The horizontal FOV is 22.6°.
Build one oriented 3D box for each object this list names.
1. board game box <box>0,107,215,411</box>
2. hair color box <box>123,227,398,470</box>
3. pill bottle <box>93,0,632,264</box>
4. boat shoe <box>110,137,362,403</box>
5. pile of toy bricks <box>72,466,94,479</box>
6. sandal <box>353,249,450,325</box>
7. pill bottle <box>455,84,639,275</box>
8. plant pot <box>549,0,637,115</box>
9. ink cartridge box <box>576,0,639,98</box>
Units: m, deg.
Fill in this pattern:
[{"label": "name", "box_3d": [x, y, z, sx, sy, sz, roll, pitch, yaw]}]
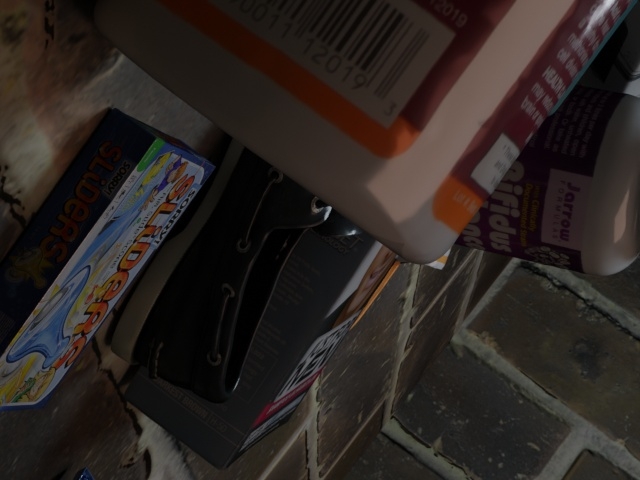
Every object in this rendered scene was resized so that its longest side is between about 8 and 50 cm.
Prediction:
[{"label": "board game box", "box_3d": [-0.153, 0.017, 1.000, 0.201, 0.035, 0.136, -54, 169, 4]}, {"label": "hair color box", "box_3d": [0.000, 0.000, 1.365, 0.374, 0.113, 0.185, -57, 171, 15]}, {"label": "pill bottle", "box_3d": [0.082, -0.205, 0.815, 0.392, 0.224, 0.224, -54, 169, 2]}, {"label": "boat shoe", "box_3d": [-0.026, -0.022, 1.198, 0.340, 0.113, 0.127, -56, 169, 9]}, {"label": "pile of toy bricks", "box_3d": [-0.236, 0.267, 1.300, 0.105, 0.118, 0.212, -28, -169, 11]}, {"label": "sandal", "box_3d": [0.116, 0.024, 2.013, 0.265, 0.076, 0.102, -56, 169, 11]}, {"label": "pill bottle", "box_3d": [0.214, -0.061, 1.472, 0.169, 0.301, 0.169, 13, 90, -69]}, {"label": "plant pot", "box_3d": [0.130, -0.229, 1.115, 0.166, 0.165, 0.234, -53, 161, -4]}, {"label": "ink cartridge box", "box_3d": [0.279, -0.256, 1.476, 0.114, 0.197, 0.273, -28, 160, -18]}]
